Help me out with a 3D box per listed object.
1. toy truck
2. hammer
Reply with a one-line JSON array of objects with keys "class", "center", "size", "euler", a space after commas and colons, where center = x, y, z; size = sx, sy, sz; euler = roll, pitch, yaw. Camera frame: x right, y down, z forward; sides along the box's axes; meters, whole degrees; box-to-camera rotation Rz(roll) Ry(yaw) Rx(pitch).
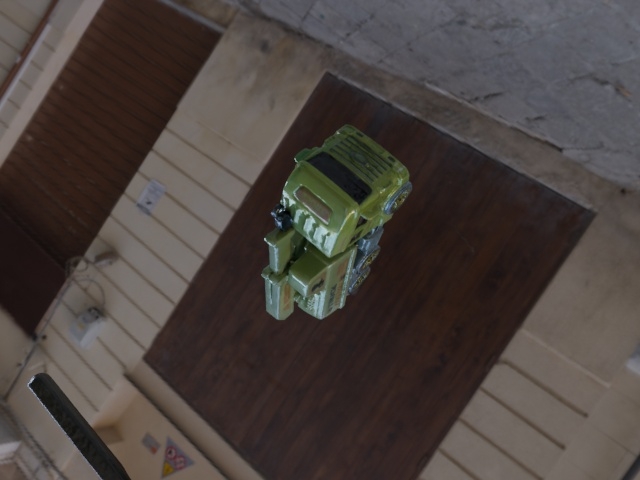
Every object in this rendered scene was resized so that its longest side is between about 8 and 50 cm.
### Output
[{"class": "toy truck", "center": [0.000, 0.000, 0.455], "size": [0.077, 0.100, 0.169], "euler": [41, 145, 16]}, {"class": "hammer", "center": [-0.055, 0.160, 0.264], "size": [0.292, 0.029, 0.058], "euler": [38, 173, 22]}]
